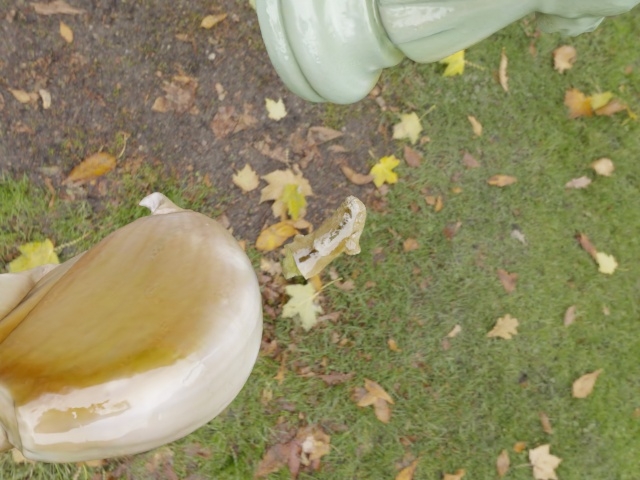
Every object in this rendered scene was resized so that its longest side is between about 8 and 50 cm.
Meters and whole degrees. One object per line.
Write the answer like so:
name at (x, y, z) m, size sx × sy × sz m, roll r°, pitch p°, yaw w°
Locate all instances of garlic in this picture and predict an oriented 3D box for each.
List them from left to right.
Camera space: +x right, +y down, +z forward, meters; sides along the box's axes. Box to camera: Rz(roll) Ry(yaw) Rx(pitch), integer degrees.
garlic at (-0.142, 0.064, 0.450) m, size 0.228 × 0.217 × 0.110 m, roll -51°, pitch 140°, yaw -45°

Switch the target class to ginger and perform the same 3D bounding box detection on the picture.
ginger at (0.003, 0.005, 0.772) m, size 0.137 × 0.044 × 0.057 m, roll -37°, pitch 66°, yaw 13°

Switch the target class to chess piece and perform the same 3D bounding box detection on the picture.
chess piece at (0.110, -0.197, 0.495) m, size 0.176 × 0.298 × 0.175 m, roll -10°, pitch 101°, yaw -60°
